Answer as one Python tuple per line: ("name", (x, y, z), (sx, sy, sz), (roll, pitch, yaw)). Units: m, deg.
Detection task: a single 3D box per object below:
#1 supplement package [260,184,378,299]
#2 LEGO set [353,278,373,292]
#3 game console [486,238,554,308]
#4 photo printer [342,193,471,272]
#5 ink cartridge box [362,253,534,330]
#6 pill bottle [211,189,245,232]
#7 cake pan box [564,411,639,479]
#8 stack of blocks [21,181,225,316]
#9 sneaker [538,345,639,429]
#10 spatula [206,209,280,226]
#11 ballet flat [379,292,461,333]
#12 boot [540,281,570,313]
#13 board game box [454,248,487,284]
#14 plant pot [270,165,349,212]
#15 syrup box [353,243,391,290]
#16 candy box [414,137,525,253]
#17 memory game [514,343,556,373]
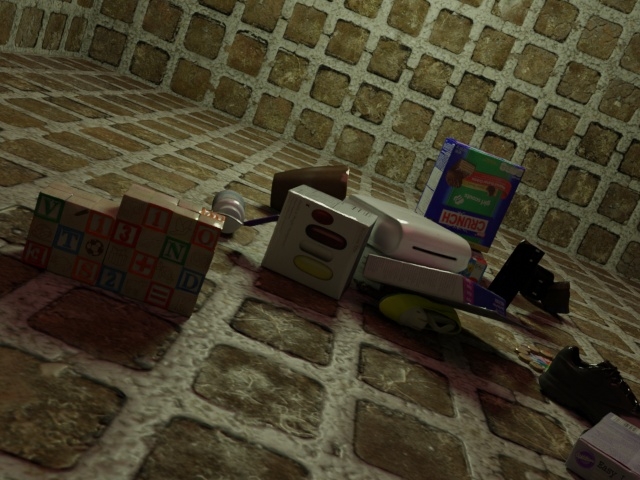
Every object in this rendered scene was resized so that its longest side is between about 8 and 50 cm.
("supplement package", (0.000, 0.000, 1.584), (0.203, 0.194, 0.149), (23, 15, 7))
("LEGO set", (0.107, 0.119, 1.674), (0.054, 0.024, 0.083), (34, 5, 32))
("game console", (0.632, 0.128, 2.070), (0.044, 0.213, 0.361), (40, 11, 37))
("photo printer", (0.220, -0.014, 1.728), (0.255, 0.107, 0.307), (14, 12, -32))
("ink cartridge box", (0.314, 0.122, 1.586), (0.329, 0.072, 0.324), (13, -6, 33))
("pill bottle", (-0.236, -0.072, 1.720), (0.087, 0.087, 0.160), (19, 15, -12))
("cake pan box", (0.586, 0.416, 1.187), (0.266, 0.070, 0.245), (31, 14, 31))
("stack of blocks", (-0.332, -0.004, 1.150), (0.297, 0.171, 0.087), (19, 14, -9))
("sneaker", (0.606, 0.328, 1.415), (0.286, 0.130, 0.109), (33, 15, 33))
("spatula", (-0.234, -0.055, 1.607), (0.296, 0.031, 0.084), (5, -5, 7))
("ballet flat", (0.240, 0.177, 1.556), (0.230, 0.077, 0.077), (15, 32, -34))
("boot", (0.756, 0.197, 2.276), (0.082, 0.106, 0.219), (-4, -4, -24))
("board game box", (0.403, 0.027, 2.317), (0.301, 0.086, 0.308), (23, 14, 1))
("plant pot", (-0.037, -0.143, 2.103), (0.230, 0.216, 0.215), (8, 14, -1))
("syrup box", (0.168, 0.057, 1.832), (0.096, 0.093, 0.237), (25, 14, 15))
("candy box", (0.498, -0.151, 2.287), (0.268, 0.317, 0.122), (18, 16, -11))
("memory game", (0.571, 0.308, 1.674), (0.186, 0.012, 0.186), (20, 14, -5))
